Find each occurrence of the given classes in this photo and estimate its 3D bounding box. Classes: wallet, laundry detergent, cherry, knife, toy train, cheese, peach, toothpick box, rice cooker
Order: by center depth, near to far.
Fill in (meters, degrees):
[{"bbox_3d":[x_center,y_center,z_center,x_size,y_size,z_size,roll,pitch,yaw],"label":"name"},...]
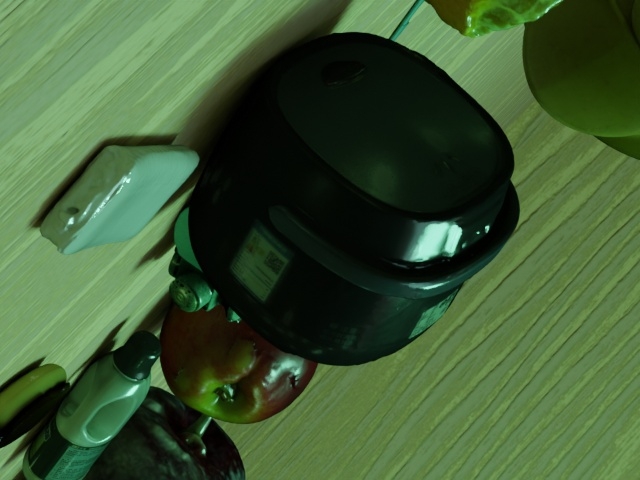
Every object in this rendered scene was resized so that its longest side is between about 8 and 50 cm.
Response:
[{"bbox_3d":[-0.148,-0.033,1.274,0.095,0.033,0.190,-50,174,12],"label":"wallet"},{"bbox_3d":[0.025,-0.026,1.479,0.267,0.267,0.224,-40,164,-48],"label":"rice cooker"},{"bbox_3d":[-0.289,0.162,1.544,0.086,0.036,0.162,-46,174,23],"label":"cheese"},{"bbox_3d":[-0.056,-0.031,1.674,0.248,0.101,0.159,-43,160,-40],"label":"toy train"},{"bbox_3d":[0.087,-0.224,1.776,0.014,0.005,0.091,-37,169,-48],"label":"knife"},{"bbox_3d":[-0.237,0.178,1.845,0.226,0.070,0.099,-50,167,34],"label":"laundry detergent"},{"bbox_3d":[0.417,-0.283,1.875,0.409,0.409,0.425,-50,175,27],"label":"toothpick box"},{"bbox_3d":[-0.083,0.106,1.951,0.197,0.197,0.197,-46,174,-6],"label":"peach"},{"bbox_3d":[-0.220,0.298,2.079,0.296,0.218,0.255,-38,176,17],"label":"cherry"}]

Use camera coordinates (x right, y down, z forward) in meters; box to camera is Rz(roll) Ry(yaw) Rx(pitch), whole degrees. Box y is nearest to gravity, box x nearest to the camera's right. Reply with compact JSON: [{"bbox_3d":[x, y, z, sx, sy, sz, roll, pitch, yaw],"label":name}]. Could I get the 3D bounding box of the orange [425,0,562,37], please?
[{"bbox_3d":[0.150,-0.251,1.314,0.179,0.158,0.237,-35,180,32],"label":"orange"}]
